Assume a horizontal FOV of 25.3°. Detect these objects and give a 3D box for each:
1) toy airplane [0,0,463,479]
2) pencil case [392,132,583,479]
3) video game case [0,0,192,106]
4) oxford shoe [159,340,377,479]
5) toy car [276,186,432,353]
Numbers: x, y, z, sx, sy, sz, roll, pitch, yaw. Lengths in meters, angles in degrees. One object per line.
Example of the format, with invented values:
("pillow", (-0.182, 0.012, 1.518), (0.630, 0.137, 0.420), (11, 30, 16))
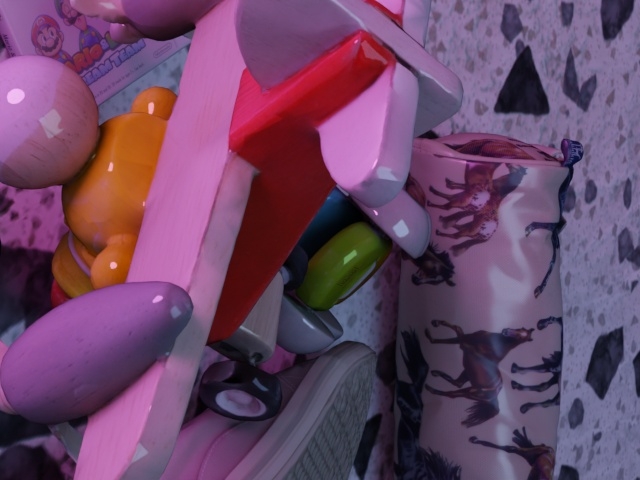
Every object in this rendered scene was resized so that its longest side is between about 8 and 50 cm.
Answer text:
("toy airplane", (-0.090, -0.053, 0.906), (0.272, 0.386, 0.384), (20, 98, -12))
("pencil case", (0.162, 0.102, 1.364), (0.183, 0.160, 0.410), (-3, 97, -33))
("video game case", (-0.172, -0.177, 1.056), (0.157, 0.019, 0.143), (-41, 124, -37))
("oxford shoe", (-0.060, 0.178, 1.118), (0.449, 0.130, 0.169), (-36, 137, -64))
("toy car", (0.000, 0.000, 1.181), (0.159, 0.136, 0.182), (-45, 176, 5))
